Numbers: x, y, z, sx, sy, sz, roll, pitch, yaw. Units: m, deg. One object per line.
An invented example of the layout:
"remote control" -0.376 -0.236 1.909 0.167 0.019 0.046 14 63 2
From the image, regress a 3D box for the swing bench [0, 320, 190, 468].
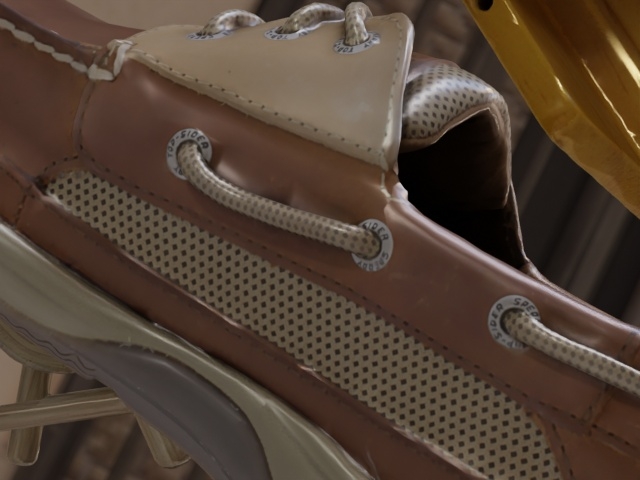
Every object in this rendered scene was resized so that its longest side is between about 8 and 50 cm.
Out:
"swing bench" -0.134 -0.009 1.003 0.165 0.255 0.253 -8 -3 8

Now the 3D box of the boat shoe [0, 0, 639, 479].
"boat shoe" 0.000 0.000 0.483 0.324 0.116 0.123 40 9 22

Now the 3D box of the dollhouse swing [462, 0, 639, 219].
"dollhouse swing" 0.218 -0.252 1.239 0.305 0.347 0.315 23 33 -54
